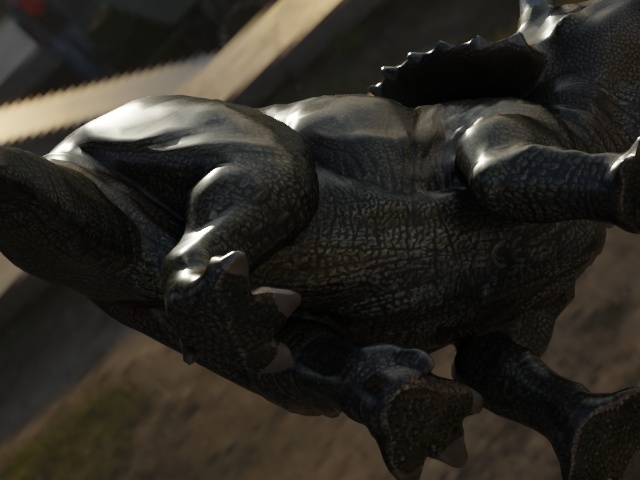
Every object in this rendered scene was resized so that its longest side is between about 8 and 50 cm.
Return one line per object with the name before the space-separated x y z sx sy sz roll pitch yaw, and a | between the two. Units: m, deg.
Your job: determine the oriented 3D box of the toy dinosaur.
toy dinosaur | 0.000 0.000 0.530 0.313 0.121 0.160 -15 23 -24
